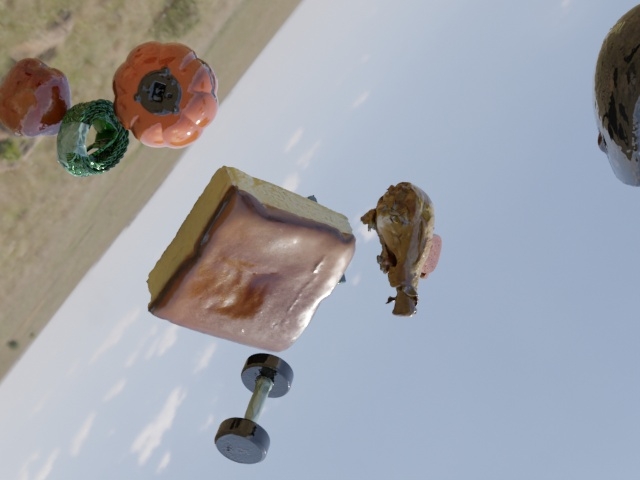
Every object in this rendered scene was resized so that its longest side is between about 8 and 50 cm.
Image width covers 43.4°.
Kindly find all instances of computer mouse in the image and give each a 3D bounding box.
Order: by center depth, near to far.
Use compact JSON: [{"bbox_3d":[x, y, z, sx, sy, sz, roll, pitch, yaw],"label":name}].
[{"bbox_3d":[0.457,-0.215,1.194,0.100,0.269,0.170,-3,-148,7],"label":"computer mouse"}]

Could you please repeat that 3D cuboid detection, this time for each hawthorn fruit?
[{"bbox_3d":[-0.517,-0.258,1.461,0.133,0.132,0.138,-86,-168,-68],"label":"hawthorn fruit"}]

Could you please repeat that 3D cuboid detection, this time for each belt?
[{"bbox_3d":[-0.418,-0.181,1.451,0.079,0.121,0.151,-3,-128,31],"label":"belt"}]

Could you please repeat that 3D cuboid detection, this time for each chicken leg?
[{"bbox_3d":[0.118,0.010,1.196,0.085,0.101,0.208,-11,-110,48],"label":"chicken leg"}]

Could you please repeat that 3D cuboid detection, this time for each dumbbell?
[{"bbox_3d":[-0.120,0.306,1.477,0.100,0.100,0.191,-41,-161,41],"label":"dumbbell"}]

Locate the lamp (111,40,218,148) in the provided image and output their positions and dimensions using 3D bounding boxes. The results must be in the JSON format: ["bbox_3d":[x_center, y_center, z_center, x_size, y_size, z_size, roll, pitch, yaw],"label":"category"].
[{"bbox_3d":[-0.269,-0.253,1.405,0.188,0.187,0.164,-51,-171,3],"label":"lamp"}]

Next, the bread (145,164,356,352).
[{"bbox_3d":[-0.137,0.047,1.621,0.324,0.333,0.143,-56,-147,21],"label":"bread"}]

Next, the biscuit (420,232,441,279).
[{"bbox_3d":[0.176,0.026,1.326,0.091,0.015,0.078,13,92,-64],"label":"biscuit"}]

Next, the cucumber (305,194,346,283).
[{"bbox_3d":[0.003,-0.001,1.816,0.062,0.211,0.078,-10,173,-29],"label":"cucumber"}]
